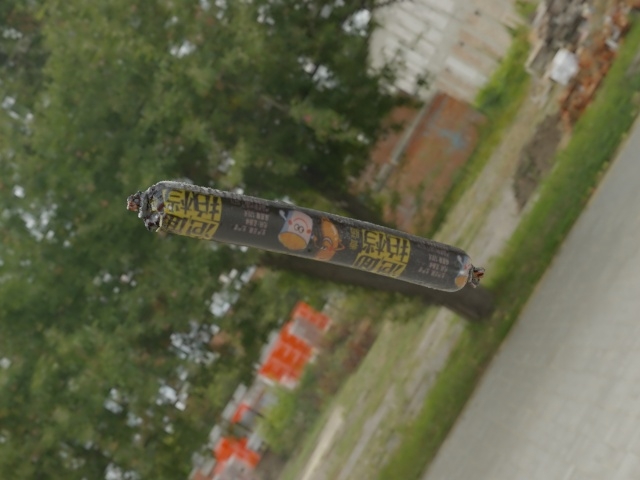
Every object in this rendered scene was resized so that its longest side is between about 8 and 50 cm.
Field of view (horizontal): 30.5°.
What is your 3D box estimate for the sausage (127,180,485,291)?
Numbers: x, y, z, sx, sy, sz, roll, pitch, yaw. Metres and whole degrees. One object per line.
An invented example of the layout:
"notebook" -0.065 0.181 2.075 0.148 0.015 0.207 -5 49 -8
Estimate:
"sausage" 0.000 0.000 0.569 0.025 0.198 0.028 -24 57 56
